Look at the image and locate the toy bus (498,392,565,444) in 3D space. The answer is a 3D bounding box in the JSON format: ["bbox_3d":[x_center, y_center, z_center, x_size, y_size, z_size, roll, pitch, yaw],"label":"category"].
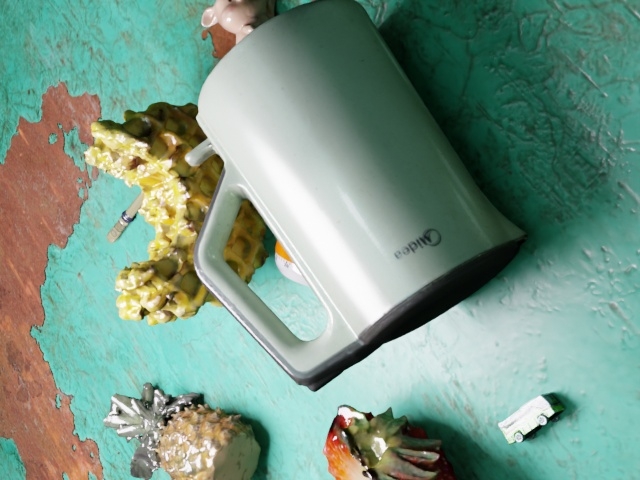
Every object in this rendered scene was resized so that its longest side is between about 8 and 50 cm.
[{"bbox_3d":[0.262,0.222,1.049,0.083,0.031,0.037,-49,57,34],"label":"toy bus"}]

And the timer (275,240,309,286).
[{"bbox_3d":[0.000,0.000,1.194,0.136,0.099,0.136,1,92,27],"label":"timer"}]

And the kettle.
[{"bbox_3d":[0.004,-0.046,1.044,0.361,0.250,0.376,-33,76,-2],"label":"kettle"}]

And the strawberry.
[{"bbox_3d":[0.117,0.365,1.152,0.233,0.138,0.306,34,145,52],"label":"strawberry"}]

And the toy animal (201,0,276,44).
[{"bbox_3d":[-0.108,-0.312,1.240,0.089,0.083,0.150,-39,73,40],"label":"toy animal"}]

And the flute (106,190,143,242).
[{"bbox_3d":[-0.322,-0.068,1.496,0.233,0.027,0.027,-45,69,35],"label":"flute"}]

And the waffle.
[{"bbox_3d":[-0.211,-0.043,1.254,0.151,0.261,0.324,-10,88,48],"label":"waffle"}]

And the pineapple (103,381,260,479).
[{"bbox_3d":[-0.247,0.332,1.418,0.310,0.141,0.170,14,69,42],"label":"pineapple"}]
